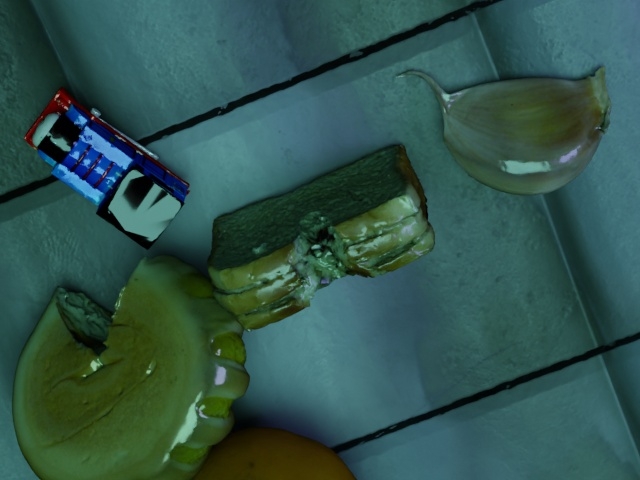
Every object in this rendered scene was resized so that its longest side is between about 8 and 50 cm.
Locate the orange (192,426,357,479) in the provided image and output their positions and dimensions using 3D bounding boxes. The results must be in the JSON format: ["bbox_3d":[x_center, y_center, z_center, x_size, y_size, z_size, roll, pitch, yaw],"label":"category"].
[{"bbox_3d":[-0.072,0.395,1.707,0.312,0.312,0.312,-1,109,-2],"label":"orange"}]

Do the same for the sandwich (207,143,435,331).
[{"bbox_3d":[-0.001,-0.001,1.596,0.273,0.249,0.095,-23,108,6],"label":"sandwich"}]

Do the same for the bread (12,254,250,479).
[{"bbox_3d":[-0.230,0.187,1.657,0.333,0.160,0.333,-8,73,29],"label":"bread"}]

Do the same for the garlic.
[{"bbox_3d":[0.224,-0.130,1.647,0.266,0.148,0.128,4,145,-8],"label":"garlic"}]

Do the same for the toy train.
[{"bbox_3d":[-0.261,-0.089,1.618,0.204,0.131,0.083,36,104,-13],"label":"toy train"}]
